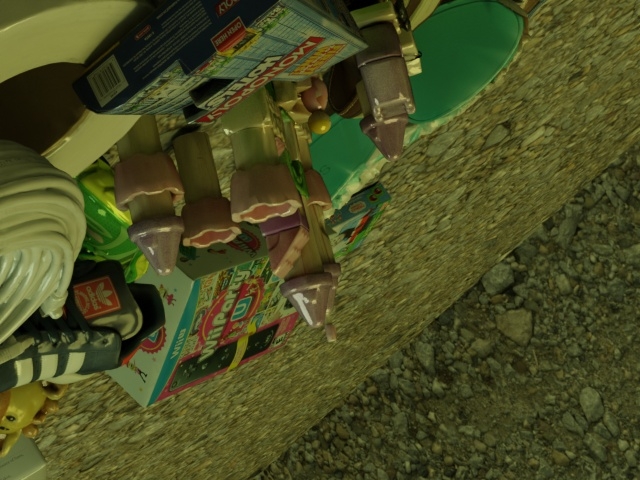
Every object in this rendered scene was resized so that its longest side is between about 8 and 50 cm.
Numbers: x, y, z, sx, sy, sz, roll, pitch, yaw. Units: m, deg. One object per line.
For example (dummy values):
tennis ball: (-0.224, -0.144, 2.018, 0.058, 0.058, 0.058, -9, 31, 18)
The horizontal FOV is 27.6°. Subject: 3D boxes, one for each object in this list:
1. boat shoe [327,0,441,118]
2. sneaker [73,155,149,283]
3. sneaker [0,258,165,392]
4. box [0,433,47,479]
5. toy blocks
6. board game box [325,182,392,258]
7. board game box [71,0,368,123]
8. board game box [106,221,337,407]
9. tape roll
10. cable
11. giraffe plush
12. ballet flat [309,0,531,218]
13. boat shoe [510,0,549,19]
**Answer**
boat shoe: (0.044, -0.226, 1.411, 0.095, 0.095, 0.257, -11, 148, -29)
sneaker: (-0.248, 0.002, 1.387, 0.123, 0.109, 0.295, -34, 165, -17)
sneaker: (-0.265, 0.072, 1.256, 0.148, 0.131, 0.350, -22, 173, 17)
box: (-0.494, 0.336, 1.848, 0.182, 0.119, 0.181, -29, 164, -23)
toy blocks: (-0.021, -0.040, 1.295, 0.309, 0.260, 0.288, -15, 168, 8)
board game box: (0.000, 0.000, 2.073, 0.211, 0.039, 0.160, -26, 163, -30)
board game box: (-0.057, -0.149, 1.009, 0.194, 0.060, 0.194, -34, 167, 28)
board game box: (-0.137, 0.081, 1.805, 0.303, 0.097, 0.224, -18, 140, -49)
tape roll: (-0.256, -0.124, 1.004, 0.286, 0.100, 0.286, -33, 164, -10)
cable: (-0.292, 0.028, 0.991, 0.257, 0.089, 0.257, -29, 161, -45)
giraffe plush: (-0.375, 0.146, 1.428, 0.210, 0.170, 0.181, -26, 162, -35)
ballet flat: (0.070, -0.174, 1.588, 0.409, 0.147, 0.147, -38, 165, 18)
boat shoe: (0.243, -0.306, 1.643, 0.183, 0.066, 0.066, -45, 161, -5)
